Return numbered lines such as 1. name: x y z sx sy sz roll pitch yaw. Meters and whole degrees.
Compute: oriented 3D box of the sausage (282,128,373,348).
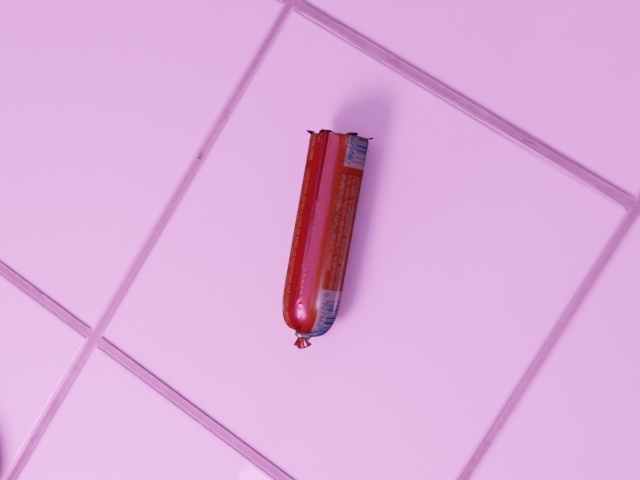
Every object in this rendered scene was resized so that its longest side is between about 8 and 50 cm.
1. sausage: 0.000 0.000 1.610 0.083 0.083 0.264 11 91 20
